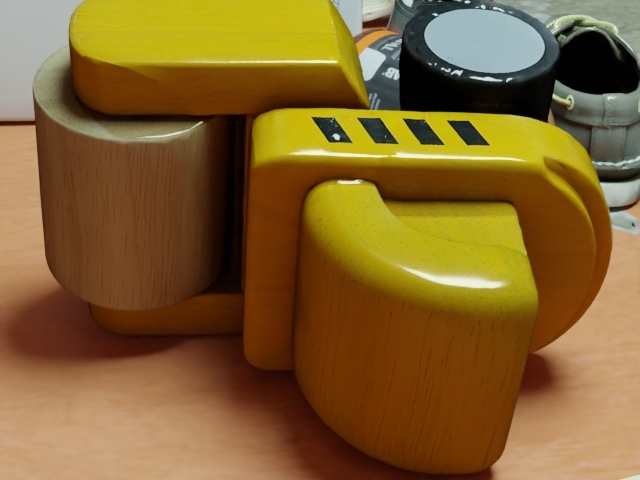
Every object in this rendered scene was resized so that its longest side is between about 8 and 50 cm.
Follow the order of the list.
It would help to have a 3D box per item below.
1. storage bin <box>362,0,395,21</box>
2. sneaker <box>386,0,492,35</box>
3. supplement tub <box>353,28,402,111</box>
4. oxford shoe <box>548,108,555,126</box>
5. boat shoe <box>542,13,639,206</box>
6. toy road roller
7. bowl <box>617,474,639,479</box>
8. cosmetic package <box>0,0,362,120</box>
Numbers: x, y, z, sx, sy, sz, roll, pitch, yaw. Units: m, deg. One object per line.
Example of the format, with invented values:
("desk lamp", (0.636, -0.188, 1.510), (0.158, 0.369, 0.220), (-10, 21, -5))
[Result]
("storage bin", (0.005, -0.387, 1.340), (0.123, 0.260, 0.262), (-3, 30, -10))
("sneaker", (0.117, -0.238, 1.213), (0.097, 0.135, 0.276), (9, 31, 8))
("supplement tub", (0.071, -0.102, 0.998), (0.197, 0.106, 0.106), (26, 37, 35))
("oxford shoe", (0.065, -0.048, 0.892), (0.212, 0.076, 0.076), (-24, 9, 32))
("boat shoe", (0.226, -0.135, 1.079), (0.109, 0.091, 0.305), (4, 30, 3))
("toy road roller", (0.000, 0.000, 0.730), (0.329, 0.203, 0.241), (1, 40, -5))
("bowl", (0.178, 0.174, 0.532), (0.170, 0.080, 0.170), (7, 21, -3))
("cosmetic package", (-0.163, -0.225, 1.096), (0.384, 0.217, 0.156), (-4, 30, -7))
